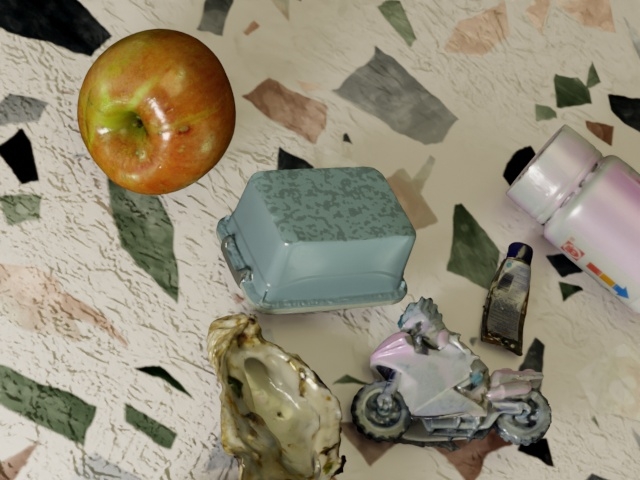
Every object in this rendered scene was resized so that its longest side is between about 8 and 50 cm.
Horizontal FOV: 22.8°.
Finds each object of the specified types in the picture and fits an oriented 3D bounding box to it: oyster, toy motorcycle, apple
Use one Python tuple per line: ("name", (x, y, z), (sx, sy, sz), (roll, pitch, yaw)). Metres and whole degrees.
("oyster", (-0.063, 0.213, 1.777), (0.166, 0.094, 0.294), (23, 36, -15))
("toy motorcycle", (0.157, 0.153, 1.942), (0.239, 0.108, 0.204), (11, 55, -20))
("apple", (-0.194, -0.159, 1.921), (0.196, 0.196, 0.196), (13, 55, -19))

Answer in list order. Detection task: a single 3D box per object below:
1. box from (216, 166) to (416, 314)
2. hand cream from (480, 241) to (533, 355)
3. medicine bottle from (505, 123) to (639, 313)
("box", (0.000, 0.000, 1.950), (0.227, 0.130, 0.162), (-3, 46, -28))
("hand cream", (0.250, 0.076, 2.090), (0.062, 0.039, 0.163), (25, 58, -13))
("medicine bottle", (0.387, -0.031, 2.151), (0.254, 0.152, 0.152), (41, 51, 3))
